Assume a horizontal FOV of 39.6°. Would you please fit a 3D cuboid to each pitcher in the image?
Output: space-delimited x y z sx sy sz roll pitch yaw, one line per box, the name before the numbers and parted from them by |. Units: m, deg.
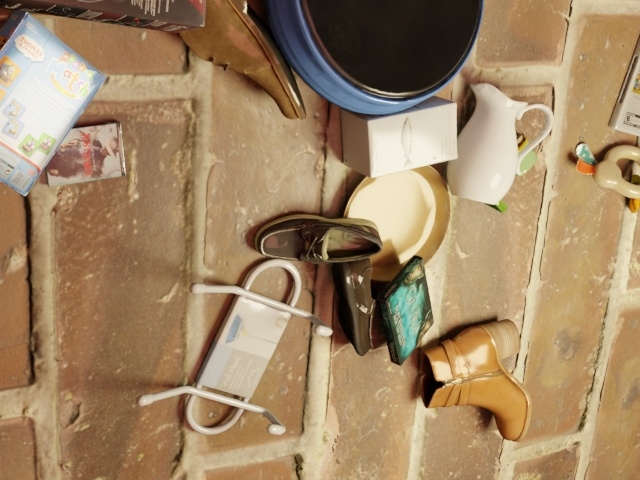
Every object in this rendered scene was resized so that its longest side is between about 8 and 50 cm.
pitcher | 0.331 -0.169 1.638 0.177 0.125 0.207 13 95 -12

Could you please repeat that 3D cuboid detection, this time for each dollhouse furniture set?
dollhouse furniture set | 0.374 -0.130 1.722 0.152 0.058 0.076 -48 124 -5

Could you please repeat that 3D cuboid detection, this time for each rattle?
rattle | 0.599 -0.128 1.862 0.199 0.143 0.130 -3 78 -12

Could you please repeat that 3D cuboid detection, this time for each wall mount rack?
wall mount rack | -0.153 0.192 1.516 0.304 0.130 0.350 22 96 -33

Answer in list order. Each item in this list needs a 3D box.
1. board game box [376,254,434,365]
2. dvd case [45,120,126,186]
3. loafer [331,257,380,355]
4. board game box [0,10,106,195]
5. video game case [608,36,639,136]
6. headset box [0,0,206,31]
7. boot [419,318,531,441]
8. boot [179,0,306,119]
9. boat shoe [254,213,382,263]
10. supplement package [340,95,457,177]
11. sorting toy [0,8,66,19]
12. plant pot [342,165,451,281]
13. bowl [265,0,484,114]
board game box | 0.163 0.133 1.676 0.126 0.026 0.186 -47 141 -29
dvd case | -0.360 -0.132 1.351 0.119 0.013 0.087 -11 113 -25
loafer | 0.078 0.121 1.624 0.078 0.080 0.220 -19 129 -12
board game box | -0.419 -0.190 1.243 0.211 0.039 0.160 -56 140 -6
video game case | 0.721 -0.312 1.861 0.227 0.026 0.206 9 104 -30
headset box | -0.273 -0.402 1.181 0.293 0.110 0.218 0 97 -32
boot | 0.316 0.315 1.827 0.220 0.109 0.283 -17 114 -23
boot | -0.128 -0.298 1.378 0.115 0.112 0.305 -32 118 8
boat shoe | 0.001 0.001 1.538 0.223 0.073 0.080 -2 110 -13
supplement package | 0.137 -0.185 1.544 0.179 0.105 0.105 -15 116 -23
sorting toy | -0.389 -0.422 1.215 0.307 0.041 0.229 -9 112 -29
plant pot | 0.136 -0.038 1.644 0.236 0.032 0.236 -10 113 -26
bowl | 0.099 -0.399 1.409 0.391 0.077 0.391 -3 96 -30
